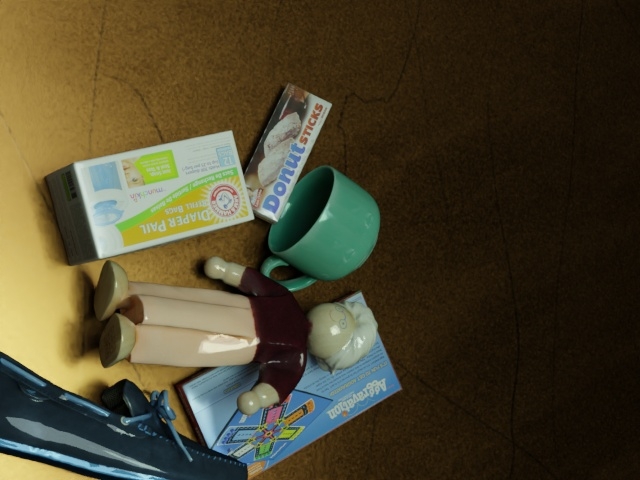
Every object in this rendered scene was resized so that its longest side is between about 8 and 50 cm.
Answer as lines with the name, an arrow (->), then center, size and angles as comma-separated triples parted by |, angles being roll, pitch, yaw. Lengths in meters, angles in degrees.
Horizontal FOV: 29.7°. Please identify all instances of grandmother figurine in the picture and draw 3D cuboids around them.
grandmother figurine -> -0.086, 0.107, 1.417 | 0.342, 0.104, 0.208 | 4, 66, -29

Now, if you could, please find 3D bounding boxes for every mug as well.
mug -> 0.004, -0.008, 1.512 | 0.097, 0.158, 0.129 | 33, 45, -24

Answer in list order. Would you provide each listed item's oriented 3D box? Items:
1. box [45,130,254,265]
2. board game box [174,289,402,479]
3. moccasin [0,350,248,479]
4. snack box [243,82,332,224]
box -> -0.196, -0.050, 1.402 | 0.203, 0.103, 0.114 | -16, 92, -30
board game box -> -0.035, 0.184, 1.514 | 0.281, 0.027, 0.145 | -26, 96, -30
moccasin -> -0.226, 0.206, 1.339 | 0.342, 0.138, 0.117 | 22, 70, -27
snack box -> -0.049, -0.111, 1.532 | 0.064, 0.022, 0.178 | 26, 71, -6
